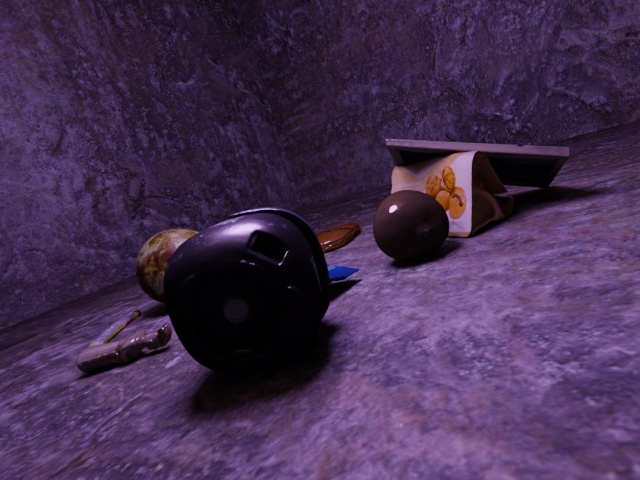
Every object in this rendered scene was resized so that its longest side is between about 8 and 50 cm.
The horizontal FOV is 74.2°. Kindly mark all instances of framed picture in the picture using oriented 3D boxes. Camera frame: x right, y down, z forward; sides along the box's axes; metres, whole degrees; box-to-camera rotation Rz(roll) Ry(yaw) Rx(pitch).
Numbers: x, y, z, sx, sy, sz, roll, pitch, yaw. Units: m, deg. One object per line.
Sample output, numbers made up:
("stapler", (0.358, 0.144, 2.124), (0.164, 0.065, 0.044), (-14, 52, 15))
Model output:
("framed picture", (0.430, -0.216, 1.207), (0.445, 0.028, 0.326), (8, -4, 21))

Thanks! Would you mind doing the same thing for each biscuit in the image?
("biscuit", (-0.001, -0.002, 1.542), (0.262, 0.052, 0.277), (-13, 10, 27))
("biscuit", (-0.611, 0.262, 1.263), (0.048, 0.026, 0.292), (-14, 10, 0))

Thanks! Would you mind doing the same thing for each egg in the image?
("egg", (-0.434, 0.081, 1.330), (0.289, 0.238, 0.238), (-8, 12, 16))

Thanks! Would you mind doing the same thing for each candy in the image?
("candy", (-0.083, 0.106, 1.017), (0.331, 0.077, 0.187), (-9, 6, 41))

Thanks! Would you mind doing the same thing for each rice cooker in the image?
("rice cooker", (-0.113, 0.076, 0.702), (0.267, 0.267, 0.224), (-17, 10, 7))

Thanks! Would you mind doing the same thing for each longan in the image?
("longan", (0.209, -0.037, 1.001), (0.189, 0.189, 0.189), (-18, 9, 3))

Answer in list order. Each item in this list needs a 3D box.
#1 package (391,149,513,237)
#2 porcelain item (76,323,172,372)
("package", (0.356, -0.116, 1.182), (0.164, 0.222, 0.311), (0, -1, -30))
("porcelain item", (-0.431, 0.240, 0.950), (0.213, 0.054, 0.084), (-18, 12, 8))
